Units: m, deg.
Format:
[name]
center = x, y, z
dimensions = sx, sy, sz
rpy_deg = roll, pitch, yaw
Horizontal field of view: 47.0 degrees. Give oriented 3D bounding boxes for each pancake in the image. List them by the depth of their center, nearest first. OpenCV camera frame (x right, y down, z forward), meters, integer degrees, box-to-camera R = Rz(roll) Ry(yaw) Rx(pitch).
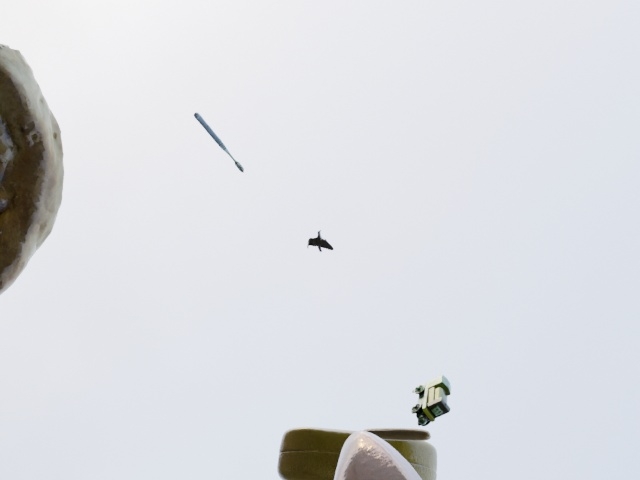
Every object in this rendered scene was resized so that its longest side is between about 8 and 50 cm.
[pancake]
center = -0.490, -0.092, 0.856
dimensions = 0.071, 0.382, 0.383
rpy_deg = 27, -78, 62

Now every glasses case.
[glasses case]
center = 0.078, 0.518, 1.686
dimensions = 0.370, 0.173, 0.141
rpy_deg = 1, -119, 15

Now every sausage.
[sausage]
center = 0.144, 0.367, 1.395
dimensions = 0.132, 0.024, 0.024
rpy_deg = -6, -102, 22

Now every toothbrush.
[toothbrush]
center = -0.271, -0.261, 1.986
dimensions = 0.016, 0.219, 0.019
rpy_deg = -34, -146, 6

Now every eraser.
[eraser]
center = 0.048, 0.315, 0.821
dimensions = 0.204, 0.059, 0.243
rpy_deg = -49, -152, 26

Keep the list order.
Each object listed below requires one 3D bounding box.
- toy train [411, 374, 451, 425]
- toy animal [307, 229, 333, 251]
[toy train]
center = 0.230, 0.332, 1.521
dimensions = 0.081, 0.122, 0.050
rpy_deg = -29, -75, 20
[toy animal]
center = 0.000, 0.000, 1.751
dimensions = 0.084, 0.028, 0.050
rpy_deg = 1, -103, 42
